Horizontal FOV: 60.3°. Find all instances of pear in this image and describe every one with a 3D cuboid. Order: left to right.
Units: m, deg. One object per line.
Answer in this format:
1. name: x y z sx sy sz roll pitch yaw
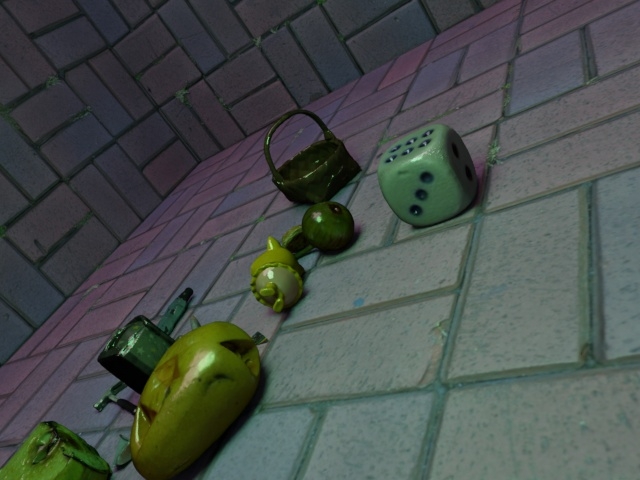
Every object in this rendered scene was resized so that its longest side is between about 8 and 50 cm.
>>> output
1. pear: -0.627 0.577 1.254 0.238 0.164 0.255 9 54 47

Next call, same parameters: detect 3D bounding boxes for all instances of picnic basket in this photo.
1. picnic basket: -0.065 -0.310 1.996 0.293 0.337 0.337 -43 23 -18

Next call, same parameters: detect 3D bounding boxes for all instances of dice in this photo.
1. dice: 0.270 -0.164 1.386 0.193 0.191 0.194 -19 26 34

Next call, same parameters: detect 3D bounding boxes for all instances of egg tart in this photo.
1. egg tart: -0.076 -0.012 1.682 0.129 0.049 0.128 -37 -23 -18

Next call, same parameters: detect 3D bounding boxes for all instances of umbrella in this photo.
1. umbrella: -0.492 0.247 1.841 0.053 0.052 0.250 -21 27 34

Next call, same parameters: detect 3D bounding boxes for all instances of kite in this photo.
1. kite: -0.173 0.262 1.417 0.122 0.004 0.090 -22 25 30

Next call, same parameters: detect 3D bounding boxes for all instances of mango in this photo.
1. mango: -0.272 0.344 1.198 0.253 0.182 0.364 -8 46 44

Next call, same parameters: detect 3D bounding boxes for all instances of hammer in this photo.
1. hammer: -0.560 0.455 1.563 0.247 0.029 0.103 -5 38 49

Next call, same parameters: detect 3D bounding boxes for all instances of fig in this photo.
1. fig: 0.000 0.000 1.593 0.259 0.152 0.151 -62 0 43

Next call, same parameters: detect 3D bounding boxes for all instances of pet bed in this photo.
1. pet bed: -0.438 0.298 1.444 0.183 0.211 0.159 -24 29 46

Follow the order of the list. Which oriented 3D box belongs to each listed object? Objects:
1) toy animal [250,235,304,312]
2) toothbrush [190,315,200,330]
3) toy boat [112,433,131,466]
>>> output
1. toy animal: -0.115 0.098 1.475 0.156 0.156 0.229 -29 25 16
2. toothbrush: -0.352 0.284 1.601 0.028 0.037 0.375 -36 19 -9
3. toy boat: -0.482 0.508 1.349 0.096 0.034 0.122 -50 18 -31
